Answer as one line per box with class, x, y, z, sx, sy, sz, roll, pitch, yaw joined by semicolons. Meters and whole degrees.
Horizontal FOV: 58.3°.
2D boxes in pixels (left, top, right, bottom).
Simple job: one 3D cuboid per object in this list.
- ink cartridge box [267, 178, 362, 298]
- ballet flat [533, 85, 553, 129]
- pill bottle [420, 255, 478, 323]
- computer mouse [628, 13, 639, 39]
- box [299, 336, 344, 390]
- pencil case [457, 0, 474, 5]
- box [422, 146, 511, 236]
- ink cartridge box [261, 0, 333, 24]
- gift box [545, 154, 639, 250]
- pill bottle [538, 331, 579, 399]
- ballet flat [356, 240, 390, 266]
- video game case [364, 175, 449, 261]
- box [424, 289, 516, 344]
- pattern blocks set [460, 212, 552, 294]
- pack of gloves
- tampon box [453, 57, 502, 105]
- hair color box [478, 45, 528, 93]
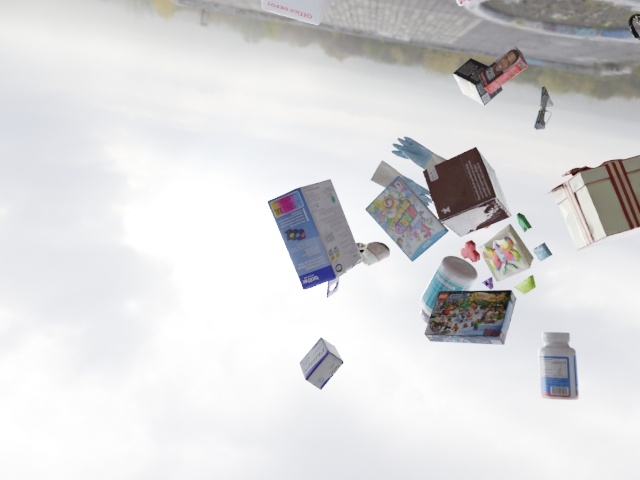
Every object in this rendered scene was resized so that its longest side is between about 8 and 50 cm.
ink cartridge box;0.000;0.000;2.030;0.151;0.395;0.270;-22;-178;27
ballet flat;0.592;-0.348;1.514;0.041;0.114;0.041;4;-159;-1
pill bottle;0.469;0.197;2.152;0.146;0.264;0.146;17;-150;-10
computer mouse;0.879;-0.524;1.481;0.041;0.071;0.242;15;-145;-38
box;0.001;0.416;1.953;0.072;0.126;0.137;38;-177;-18
pencil case;0.656;-0.964;2.043;0.387;0.159;0.167;-9;-177;23
box;0.423;-0.132;1.646;0.167;0.168;0.203;-23;157;23
ink cartridge box;-0.048;-0.725;1.496;0.171;0.232;0.168;20;-122;8
gift box;0.931;-0.127;1.906;0.255;0.258;0.276;-14;169;-8
pill bottle;0.804;0.423;1.941;0.125;0.221;0.124;2;169;0
ballet flat;0.218;0.069;2.645;0.107;0.106;0.316;46;165;-12
video game case;0.193;-0.047;1.297;0.166;0.119;0.015;49;-145;6
box;0.429;0.218;1.651;0.233;0.044;0.159;-6;-135;41
pattern blocks set;0.596;0.046;1.864;0.026;0.324;0.285;-21;-116;-28
pack of gloves;0.315;-0.230;1.956;0.232;0.195;0.046;32;-169;5
tampon box;0.648;-0.655;2.367;0.120;0.101;0.161;48;-176;-40
hair color box;0.582;-0.544;1.832;0.043;0.141;0.071;23;-134;-38
